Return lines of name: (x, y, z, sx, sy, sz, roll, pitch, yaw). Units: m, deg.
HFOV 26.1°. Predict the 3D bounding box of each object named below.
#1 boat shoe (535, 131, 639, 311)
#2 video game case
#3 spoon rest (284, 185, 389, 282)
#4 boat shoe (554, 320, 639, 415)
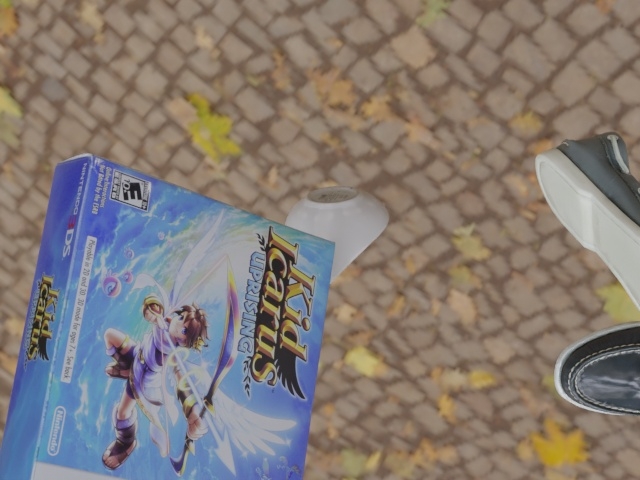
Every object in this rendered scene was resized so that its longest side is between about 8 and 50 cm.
boat shoe: (0.335, -0.001, 1.360, 0.319, 0.099, 0.116, 54, 165, 41)
video game case: (-0.111, 0.097, 1.068, 0.244, 0.269, 0.061, 20, 160, -38)
spoon rest: (0.000, 0.000, 1.742, 0.137, 0.276, 0.084, 1, 110, 18)
boat shoe: (0.419, 0.152, 1.552, 0.303, 0.091, 0.114, -5, 103, -6)
